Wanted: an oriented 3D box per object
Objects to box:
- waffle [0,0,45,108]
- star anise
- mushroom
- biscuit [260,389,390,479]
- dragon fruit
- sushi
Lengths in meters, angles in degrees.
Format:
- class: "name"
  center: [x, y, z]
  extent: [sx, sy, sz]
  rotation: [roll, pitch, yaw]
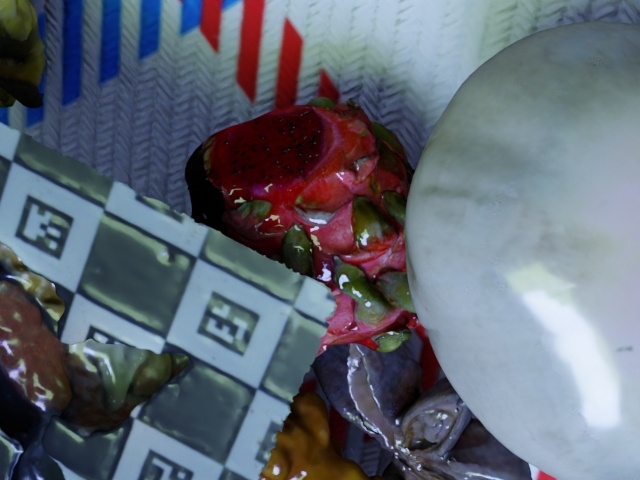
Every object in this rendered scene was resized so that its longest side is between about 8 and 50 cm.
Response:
- class: "waffle"
  center: [-0.369, -0.199, 0.987]
  extent: [0.380, 0.095, 0.382]
  rotation: [9, 157, 15]
- class: "star anise"
  center: [0.081, 0.137, 1.078]
  extent: [0.172, 0.063, 0.208]
  rotation: [-7, 121, 56]
- class: "mushroom"
  center: [0.161, 0.009, 0.898]
  extent: [0.254, 0.234, 0.260]
  rotation: [12, 90, -16]
- class: "biscuit"
  center: [-0.070, 0.206, 1.159]
  extent: [0.312, 0.110, 0.318]
  rotation: [-26, 98, 51]
- class: "dragon fruit"
  center: [0.000, 0.000, 0.985]
  extent: [0.166, 0.160, 0.172]
  rotation: [21, 147, 43]
- class: "sushi"
  center: [-0.191, 0.088, 1.007]
  extent: [0.343, 0.064, 0.359]
  rotation: [27, 118, 7]
